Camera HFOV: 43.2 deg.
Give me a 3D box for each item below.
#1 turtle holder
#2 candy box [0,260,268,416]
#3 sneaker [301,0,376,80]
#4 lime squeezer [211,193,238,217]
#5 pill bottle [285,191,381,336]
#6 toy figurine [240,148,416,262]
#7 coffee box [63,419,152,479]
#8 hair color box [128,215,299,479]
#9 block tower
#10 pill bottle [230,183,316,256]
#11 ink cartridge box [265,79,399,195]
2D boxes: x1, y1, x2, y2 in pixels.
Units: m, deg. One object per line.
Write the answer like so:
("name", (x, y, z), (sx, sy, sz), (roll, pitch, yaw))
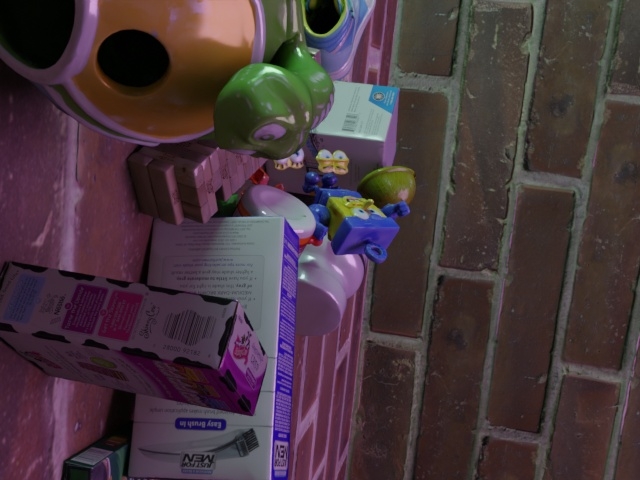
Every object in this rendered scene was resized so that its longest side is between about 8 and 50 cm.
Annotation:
("turtle holder", (-0.142, -0.174, 0.682), (0.227, 0.243, 0.320), (-20, 81, -55))
("candy box", (-0.181, 0.099, 0.791), (0.159, 0.233, 0.071), (77, 24, -62))
("sneaker", (0.040, -0.518, 1.708), (0.208, 0.127, 0.319), (71, 29, -68))
("lime squeezer", (-0.158, -0.090, 1.214), (0.310, 0.058, 0.110), (71, 30, -64))
("pill bottle", (0.000, 0.000, 1.653), (0.210, 0.210, 0.363), (86, 17, -46))
("toy figurine", (0.058, -0.016, 1.379), (0.362, 0.217, 0.191), (3, 124, -39))
("coffee box", (-0.262, 0.304, 1.013), (0.184, 0.040, 0.113), (-8, 104, -78))
("hair color box", (-0.133, 0.143, 1.065), (0.110, 0.185, 0.339), (58, 33, -70))
("block tower", (-0.115, -0.153, 1.099), (0.335, 0.091, 0.097), (-52, 152, -39))
("pill bottle", (-0.106, 0.035, 1.236), (0.221, 0.121, 0.121), (-60, 178, 25))
("ink cartridge box", (0.022, -0.196, 1.572), (0.168, 0.232, 0.171), (88, 15, -47))
